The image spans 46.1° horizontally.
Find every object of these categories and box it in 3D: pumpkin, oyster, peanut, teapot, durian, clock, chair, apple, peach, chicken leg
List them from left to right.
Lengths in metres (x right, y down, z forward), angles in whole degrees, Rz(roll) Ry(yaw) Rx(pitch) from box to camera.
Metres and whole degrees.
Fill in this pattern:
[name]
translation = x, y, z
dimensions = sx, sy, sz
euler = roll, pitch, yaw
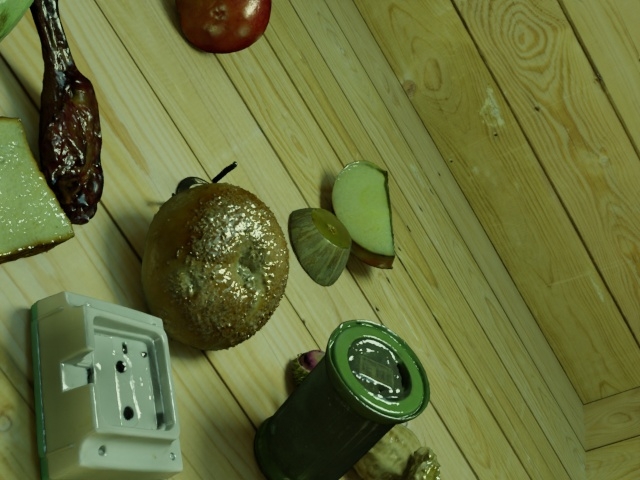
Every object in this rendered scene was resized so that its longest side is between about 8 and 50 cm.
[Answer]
[chicken leg]
translation = -0.430, -0.224, 1.245
dimensions = 0.158, 0.096, 0.406
euler = 27, 56, -87
[clock]
translation = -0.297, 0.214, 1.107
dimensions = 0.231, 0.116, 0.262
euler = 25, 46, -53
[chair]
translation = -0.222, -0.063, 1.544
dimensions = 0.174, 0.149, 0.213
euler = 58, -16, -5
[peach]
translation = -0.234, -0.578, 1.838
dimensions = 0.243, 0.243, 0.199
euler = 60, 19, -6
[durian]
translation = -0.013, 0.291, 1.620
dimensions = 0.108, 0.119, 0.187
euler = 28, 19, 11
[pumpkin]
translation = 0.016, -0.001, 1.916
dimensions = 0.217, 0.110, 0.217
euler = 36, 39, -35
[teapot]
translation = 0.023, 0.303, 1.376
dimensions = 0.200, 0.337, 0.270
euler = 26, 36, -14
[peanut]
translation = 0.104, 0.436, 1.628
dimensions = 0.325, 0.140, 0.153
euler = 38, 52, -39
[apple]
translation = 0.136, -0.057, 2.103
dimensions = 0.254, 0.179, 0.346
euler = 25, 45, -35
[oyster]
translation = 0.171, 0.588, 1.530
dimensions = 0.351, 0.115, 0.238
euler = -64, 156, -25

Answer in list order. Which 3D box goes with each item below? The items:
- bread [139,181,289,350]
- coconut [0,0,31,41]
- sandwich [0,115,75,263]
[bread]
translation = -0.174, 0.048, 1.345
dimensions = 0.306, 0.159, 0.305
euler = 0, 90, -43
[coconut]
translation = -0.544, -0.374, 1.092
dimensions = 0.204, 0.236, 0.236
euler = 44, 29, -11
[sandwich]
translation = -0.474, -0.073, 1.101
dimensions = 0.214, 0.065, 0.186
euler = 63, 26, -2
